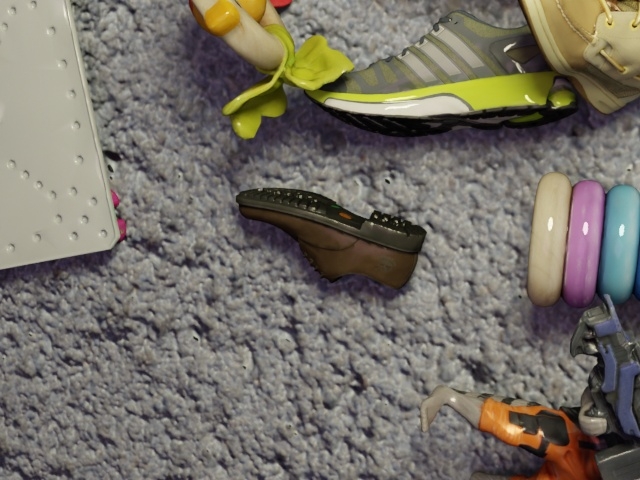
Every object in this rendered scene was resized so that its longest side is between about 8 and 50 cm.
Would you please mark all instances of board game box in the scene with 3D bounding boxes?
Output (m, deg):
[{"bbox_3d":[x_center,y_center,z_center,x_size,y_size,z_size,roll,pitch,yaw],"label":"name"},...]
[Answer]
[{"bbox_3d":[-0.455,-0.153,1.429,0.390,0.050,0.389,-10,94,21],"label":"board game box"}]

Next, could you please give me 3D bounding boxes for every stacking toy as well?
[{"bbox_3d":[0.380,0.015,1.113,0.330,0.141,0.141,6,100,13],"label":"stacking toy"}]

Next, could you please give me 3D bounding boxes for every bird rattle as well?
[{"bbox_3d":[-0.077,-0.252,1.171,0.143,0.207,0.253,-26,63,19],"label":"bird rattle"}]

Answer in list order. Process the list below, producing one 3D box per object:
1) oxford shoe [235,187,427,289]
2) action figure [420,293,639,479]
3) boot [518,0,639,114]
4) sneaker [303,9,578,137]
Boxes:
[{"bbox_3d":[0.000,0.000,1.267,0.227,0.083,0.096,20,109,18],"label":"oxford shoe"},{"bbox_3d":[0.276,0.171,1.145,0.330,0.178,0.341,-8,120,16],"label":"action figure"},{"bbox_3d":[0.306,-0.220,1.025,0.203,0.262,0.095,-24,61,27],"label":"boot"},{"bbox_3d":[0.126,-0.182,1.194,0.300,0.111,0.121,0,81,19],"label":"sneaker"}]
